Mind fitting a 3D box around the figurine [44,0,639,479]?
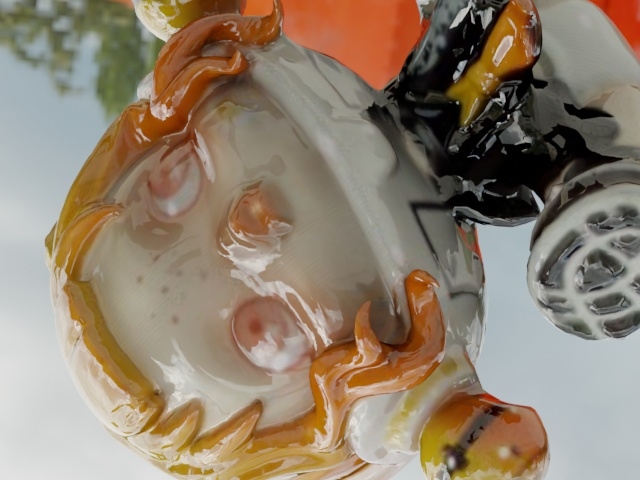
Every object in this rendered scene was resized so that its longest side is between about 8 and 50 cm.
[{"bbox_3d":[0.004,-0.001,0.921,0.320,0.323,0.196,60,-157,18],"label":"figurine"}]
